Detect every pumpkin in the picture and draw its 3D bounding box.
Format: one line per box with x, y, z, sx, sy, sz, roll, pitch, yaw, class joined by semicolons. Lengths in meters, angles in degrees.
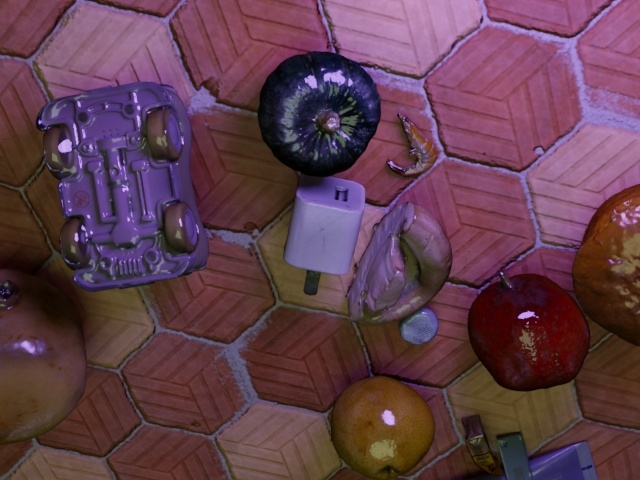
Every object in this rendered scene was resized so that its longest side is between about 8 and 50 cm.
-0.001;-0.209;1.466;0.212;0.152;0.211;-1;121;-1;pumpkin

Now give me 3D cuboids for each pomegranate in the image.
-0.595;0.215;1.642;0.333;0.332;0.332;1;118;3;pomegranate

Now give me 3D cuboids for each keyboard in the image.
0.417;0.495;1.851;0.055;0.014;0.176;-14;87;3;keyboard

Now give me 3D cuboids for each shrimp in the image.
0.150;-0.167;1.552;0.091;0.025;0.127;-21;118;15;shrimp

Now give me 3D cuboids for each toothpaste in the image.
0.407;0.536;1.890;0.371;0.080;0.125;-18;105;8;toothpaste

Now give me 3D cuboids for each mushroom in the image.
0.163;0.052;1.609;0.151;0.156;0.285;13;131;-17;mushroom

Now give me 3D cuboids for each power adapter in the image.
0.000;0.000;1.592;0.125;0.130;0.204;11;119;-3;power adapter

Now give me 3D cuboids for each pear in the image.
0.123;0.376;1.748;0.209;0.209;0.208;1;118;3;pear

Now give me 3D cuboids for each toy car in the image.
-0.324;-0.091;1.539;0.242;0.226;0.335;-10;91;9;toy car

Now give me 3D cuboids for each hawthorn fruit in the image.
0.379;0.155;1.621;0.215;0.215;0.249;-21;106;14;hawthorn fruit

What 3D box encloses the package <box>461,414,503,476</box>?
0.335;0.434;1.839;0.047;0.071;0.131;-22;117;8;package

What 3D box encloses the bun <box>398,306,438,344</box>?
0.191;0.164;1.717;0.083;0.045;0.083;1;116;1;bun

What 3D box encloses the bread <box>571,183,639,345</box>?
0.603;0.046;1.564;0.312;0.172;0.312;3;117;7;bread
